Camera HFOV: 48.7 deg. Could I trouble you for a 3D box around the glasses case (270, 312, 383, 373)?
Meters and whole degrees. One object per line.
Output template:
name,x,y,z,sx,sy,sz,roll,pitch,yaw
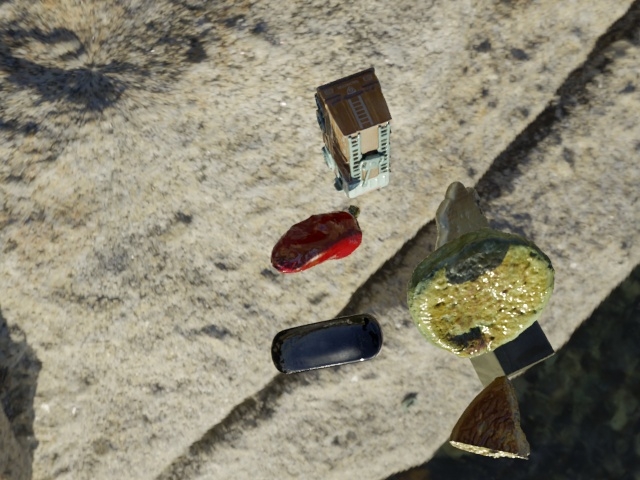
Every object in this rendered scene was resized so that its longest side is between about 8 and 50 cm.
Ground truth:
glasses case,0.012,0.268,1.820,0.314,0.075,0.122,-15,75,23

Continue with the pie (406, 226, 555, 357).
pie,0.295,0.096,1.313,0.276,0.079,0.277,-5,118,-10

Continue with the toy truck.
toy truck,0.081,-0.207,1.495,0.136,0.305,0.162,-20,65,-5

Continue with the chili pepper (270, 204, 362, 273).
chili pepper,0.000,0.000,1.437,0.110,0.387,0.110,5,102,26

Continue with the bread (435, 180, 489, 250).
bread,0.393,-0.004,1.943,0.316,0.054,0.316,11,76,-53

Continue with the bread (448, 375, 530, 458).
bread,0.280,0.322,1.203,0.135,0.154,0.054,-30,126,24

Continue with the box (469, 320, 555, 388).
box,0.440,0.221,1.760,0.148,0.155,0.232,-20,71,-17
